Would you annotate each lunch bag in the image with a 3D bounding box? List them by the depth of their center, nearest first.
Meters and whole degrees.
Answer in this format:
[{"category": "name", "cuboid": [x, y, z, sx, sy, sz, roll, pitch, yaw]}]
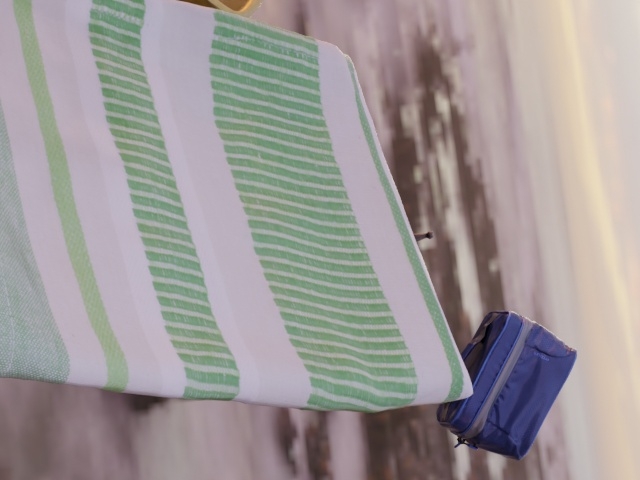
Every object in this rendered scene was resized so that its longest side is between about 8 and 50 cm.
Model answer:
[{"category": "lunch bag", "cuboid": [0.117, 0.097, 1.112, 0.098, 0.065, 0.067, -61, -175, -8]}]

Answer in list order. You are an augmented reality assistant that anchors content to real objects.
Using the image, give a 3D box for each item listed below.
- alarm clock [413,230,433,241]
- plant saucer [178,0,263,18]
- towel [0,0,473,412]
[{"category": "alarm clock", "cuboid": [0.000, 0.000, 1.607, 0.129, 0.192, 0.064, -63, 160, -16]}, {"category": "plant saucer", "cuboid": [-0.164, -0.305, 1.299, 0.333, 0.081, 0.332, 37, 34, -6]}, {"category": "towel", "cuboid": [-0.064, -0.032, 0.829, 0.325, 0.038, 0.247, 13, 50, -47]}]
